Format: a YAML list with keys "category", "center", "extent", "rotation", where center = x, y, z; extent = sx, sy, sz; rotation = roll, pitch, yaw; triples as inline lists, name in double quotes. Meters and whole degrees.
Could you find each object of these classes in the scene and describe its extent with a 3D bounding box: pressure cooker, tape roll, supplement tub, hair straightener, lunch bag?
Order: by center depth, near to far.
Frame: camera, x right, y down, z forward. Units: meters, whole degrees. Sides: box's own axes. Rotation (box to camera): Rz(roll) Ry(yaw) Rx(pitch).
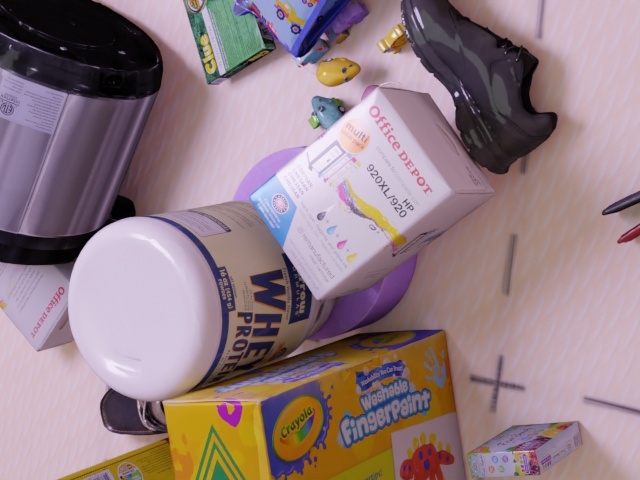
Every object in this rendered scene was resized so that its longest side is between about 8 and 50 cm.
- category: "hair straightener"
  center: [0.440, -0.088, 1.670]
  extent: [0.230, 0.047, 0.089]
  rotation: [-36, 78, 32]
- category: "supplement tub"
  center: [-0.146, 0.070, 1.808]
  extent: [0.235, 0.325, 0.235]
  rotation: [6, 101, 33]
- category: "lunch bag"
  center: [-0.042, -0.405, 1.837]
  extent: [0.221, 0.138, 0.293]
  rotation: [49, 129, 12]
- category: "tape roll"
  center: [0.000, 0.000, 1.951]
  extent: [0.275, 0.090, 0.274]
  rotation: [6, 102, 33]
- category: "pressure cooker"
  center: [-0.472, -0.159, 2.066]
  extent: [0.370, 0.375, 0.420]
  rotation: [33, 114, 22]

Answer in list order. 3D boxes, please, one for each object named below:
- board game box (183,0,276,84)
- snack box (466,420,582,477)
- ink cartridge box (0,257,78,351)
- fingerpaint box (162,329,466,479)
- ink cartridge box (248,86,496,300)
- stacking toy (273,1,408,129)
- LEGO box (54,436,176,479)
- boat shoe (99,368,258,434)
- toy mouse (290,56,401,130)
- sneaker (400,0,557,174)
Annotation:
- category: "board game box"
  center: [-0.152, -0.375, 2.004]
  extent: [0.136, 0.030, 0.259]
  rotation: [-23, 79, 40]
- category: "snack box"
  center: [0.269, 0.274, 1.784]
  extent: [0.100, 0.141, 0.037]
  rotation: [-11, 92, 34]
- category: "ink cartridge box"
  center: [-0.471, 0.056, 2.269]
  extent: [0.212, 0.093, 0.154]
  rotation: [47, 120, 20]
- category: "fingerpaint box"
  center: [0.015, 0.337, 1.779]
  extent: [0.163, 0.445, 0.371]
  rotation: [-6, 95, 35]
- category: "ink cartridge box"
  center: [0.069, -0.062, 1.749]
  extent: [0.233, 0.168, 0.171]
  rotation: [-39, 77, 22]
- category: "stacking toy"
  center: [0.012, -0.288, 1.919]
  extent: [0.221, 0.052, 0.167]
  rotation: [-42, 74, 32]
- category: "LEGO box"
  center: [-0.411, 0.515, 2.056]
  extent: [0.372, 0.500, 0.193]
  rotation: [-44, 73, 31]
- category: "boat shoe"
  center: [-0.226, 0.232, 2.111]
  extent: [0.355, 0.130, 0.132]
  rotation: [-22, 85, 34]
- category: "toy mouse"
  center: [0.040, -0.185, 1.897]
  extent: [0.161, 0.031, 0.143]
  rotation: [2, 123, 23]
- category: "sneaker"
  center: [0.210, -0.234, 1.778]
  extent: [0.130, 0.109, 0.286]
  rotation: [-31, 90, 27]
